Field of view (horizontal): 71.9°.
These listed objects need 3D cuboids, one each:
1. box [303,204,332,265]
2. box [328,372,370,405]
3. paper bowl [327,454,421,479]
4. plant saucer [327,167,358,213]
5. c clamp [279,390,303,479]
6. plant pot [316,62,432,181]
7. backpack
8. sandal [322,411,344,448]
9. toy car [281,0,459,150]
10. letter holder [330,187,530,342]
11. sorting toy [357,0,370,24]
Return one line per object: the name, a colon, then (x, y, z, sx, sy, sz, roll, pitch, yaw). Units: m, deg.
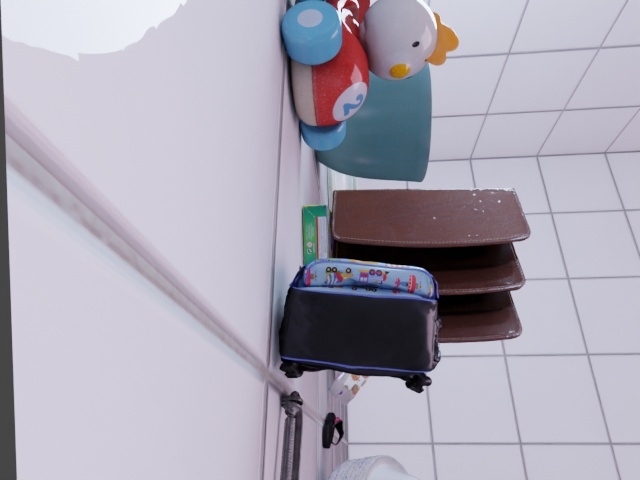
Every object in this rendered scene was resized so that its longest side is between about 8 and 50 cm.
box: (0.000, 0.000, 0.759, 0.179, 0.043, 0.105, 27, 62, -87)
box: (0.142, 0.312, 1.200, 0.324, 0.063, 0.067, -35, 163, -44)
paper bowl: (0.129, 0.540, 0.789, 0.284, 0.148, 0.285, 44, 34, -41)
plant saucer: (0.084, -0.193, 1.587, 0.400, 0.100, 0.401, -2, 90, -86)
c clamp: (-0.028, 0.215, 0.418, 0.161, 0.022, 0.137, -87, 173, -45)
plant pot: (0.104, -0.270, 0.980, 0.293, 0.234, 0.294, -3, 90, -86)
backpack: (0.039, 0.083, 0.480, 0.173, 0.158, 0.117, 69, 26, -85)
sandal: (0.031, 0.424, 0.978, 0.179, 0.040, 0.067, 71, 18, -76)
toy car: (0.079, -0.265, 0.621, 0.219, 0.237, 0.211, 77, 12, -66)
letter holder: (0.169, 0.039, 0.716, 0.215, 0.301, 0.152, -85, 173, -45)
sorting toy: (-0.011, -0.484, 0.661, 0.126, 0.127, 0.366, 56, -11, 31)
